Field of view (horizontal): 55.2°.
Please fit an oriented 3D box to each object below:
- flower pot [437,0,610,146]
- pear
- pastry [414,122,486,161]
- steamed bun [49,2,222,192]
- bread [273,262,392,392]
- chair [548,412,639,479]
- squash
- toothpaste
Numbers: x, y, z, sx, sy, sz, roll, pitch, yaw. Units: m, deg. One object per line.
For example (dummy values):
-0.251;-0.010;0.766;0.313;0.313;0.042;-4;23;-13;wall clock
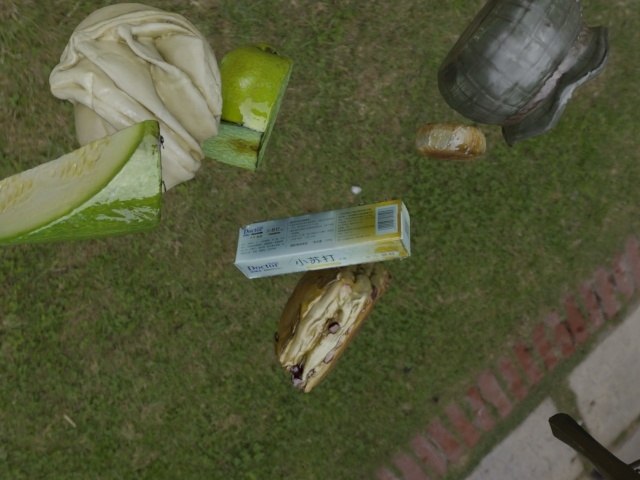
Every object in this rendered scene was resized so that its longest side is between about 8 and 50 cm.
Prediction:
0.368;-0.339;1.133;0.213;0.302;0.302;37;90;-5;flower pot
-0.160;-0.299;1.273;0.159;0.292;0.293;22;100;-4;pear
0.359;-0.275;1.690;0.192;0.182;0.093;7;92;-27;pastry
-0.277;-0.231;0.979;0.276;0.203;0.289;37;62;-29;steamed bun
0.013;0.147;1.300;0.167;0.324;0.278;34;107;9;bread
0.312;0.212;0.374;0.186;0.319;0.160;-20;107;-8;chair
-0.352;-0.055;0.789;0.288;0.111;0.203;-2;151;-18;squash
0.000;0.000;1.084;0.312;0.089;0.071;-8;149;19;toothpaste
